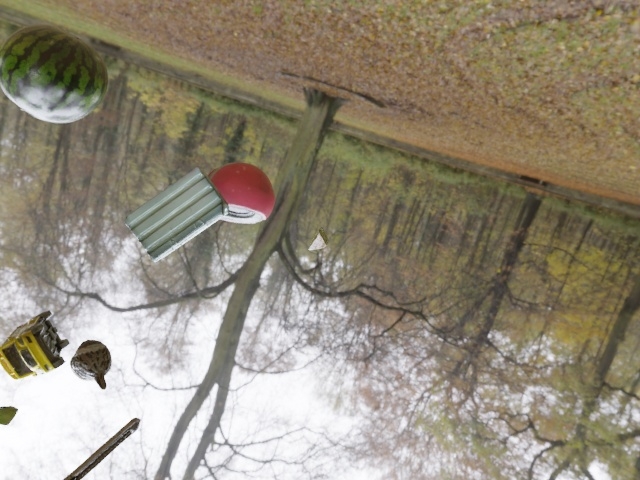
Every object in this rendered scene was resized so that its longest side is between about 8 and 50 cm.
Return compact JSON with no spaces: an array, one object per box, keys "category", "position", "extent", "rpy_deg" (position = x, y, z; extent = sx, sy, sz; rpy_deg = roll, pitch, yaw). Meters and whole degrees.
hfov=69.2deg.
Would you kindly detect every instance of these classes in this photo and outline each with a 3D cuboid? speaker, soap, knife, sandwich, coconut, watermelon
[{"category":"speaker","position":[-0.327,-0.184,1.877],"extent":[0.295,0.293,0.294],"rpy_deg":[17,-169,-3]},{"category":"soap","position":[-0.393,-0.069,1.280],"extent":[0.150,0.262,0.094],"rpy_deg":[56,-179,-3]},{"category":"knife","position":[-0.704,0.683,1.418],"extent":[0.043,0.089,0.365],"rpy_deg":[39,-127,18]},{"category":"sandwich","position":[0.000,0.000,1.311],"extent":[0.044,0.083,0.030],"rpy_deg":[22,-133,-13]},{"category":"coconut","position":[-1.164,0.633,1.679],"extent":[0.133,0.055,0.158],"rpy_deg":[5,171,-39]},{"category":"watermelon","position":[-0.796,-0.494,1.382],"extent":[0.286,0.284,0.285],"rpy_deg":[17,-169,-3]}]

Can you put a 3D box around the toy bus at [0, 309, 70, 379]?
[{"category":"toy bus","position":[-0.894,0.329,1.445],"extent":[0.152,0.144,0.330],"rpy_deg":[-29,-166,-21]}]

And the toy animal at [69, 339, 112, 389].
[{"category":"toy animal","position":[-0.564,0.305,1.157],"extent":[0.137,0.098,0.098],"rpy_deg":[25,-167,39]}]
